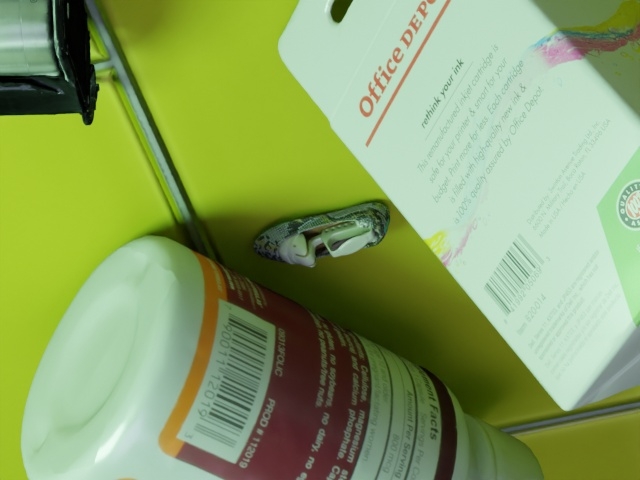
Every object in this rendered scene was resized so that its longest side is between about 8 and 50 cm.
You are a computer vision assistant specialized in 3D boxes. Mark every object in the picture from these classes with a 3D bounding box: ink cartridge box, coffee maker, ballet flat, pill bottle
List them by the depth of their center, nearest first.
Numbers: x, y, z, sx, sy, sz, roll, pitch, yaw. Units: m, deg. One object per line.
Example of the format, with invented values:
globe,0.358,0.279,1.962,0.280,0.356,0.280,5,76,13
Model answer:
ink cartridge box,0.140,-0.087,1.301,0.119,0.353,0.207,-16,148,-41
coffee maker,-0.252,-0.128,1.322,0.178,0.120,0.171,-3,135,1
ballet flat,0.000,0.000,1.514,0.114,0.041,0.041,-16,133,13
pill bottle,-0.022,0.172,1.555,0.392,0.224,0.224,29,127,-26
